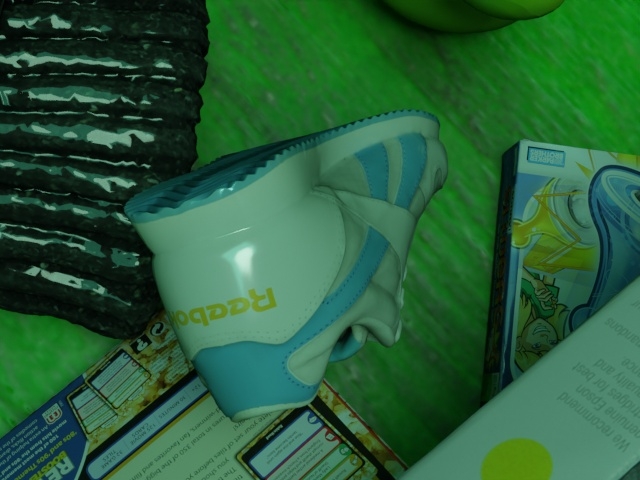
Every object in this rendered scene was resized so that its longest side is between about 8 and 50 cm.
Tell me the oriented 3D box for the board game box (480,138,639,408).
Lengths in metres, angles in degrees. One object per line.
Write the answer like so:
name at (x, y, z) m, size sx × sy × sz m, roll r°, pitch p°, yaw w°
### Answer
board game box at (0.188, 0.030, 0.568) m, size 0.201 × 0.035 × 0.136 m, roll 7°, pitch 81°, yaw -5°

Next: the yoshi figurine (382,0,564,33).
yoshi figurine at (0.003, -0.227, 0.546) m, size 0.203 × 0.203 × 0.362 m, roll -20°, pitch 65°, yaw -47°

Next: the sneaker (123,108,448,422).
sneaker at (0.000, 0.000, 0.478) m, size 0.087 × 0.229 × 0.092 m, roll -14°, pitch 98°, yaw 27°

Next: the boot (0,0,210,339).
boot at (-0.203, 0.020, 0.487) m, size 0.260 × 0.131 × 0.348 m, roll 13°, pitch 104°, yaw -26°

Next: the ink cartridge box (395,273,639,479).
ink cartridge box at (0.152, 0.146, 0.445) m, size 0.307 × 0.072 × 0.303 m, roll -39°, pitch 129°, yaw -11°

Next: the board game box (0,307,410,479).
board game box at (-0.045, 0.115, 0.472) m, size 0.147 × 0.045 × 0.193 m, roll -39°, pitch 47°, yaw -9°
